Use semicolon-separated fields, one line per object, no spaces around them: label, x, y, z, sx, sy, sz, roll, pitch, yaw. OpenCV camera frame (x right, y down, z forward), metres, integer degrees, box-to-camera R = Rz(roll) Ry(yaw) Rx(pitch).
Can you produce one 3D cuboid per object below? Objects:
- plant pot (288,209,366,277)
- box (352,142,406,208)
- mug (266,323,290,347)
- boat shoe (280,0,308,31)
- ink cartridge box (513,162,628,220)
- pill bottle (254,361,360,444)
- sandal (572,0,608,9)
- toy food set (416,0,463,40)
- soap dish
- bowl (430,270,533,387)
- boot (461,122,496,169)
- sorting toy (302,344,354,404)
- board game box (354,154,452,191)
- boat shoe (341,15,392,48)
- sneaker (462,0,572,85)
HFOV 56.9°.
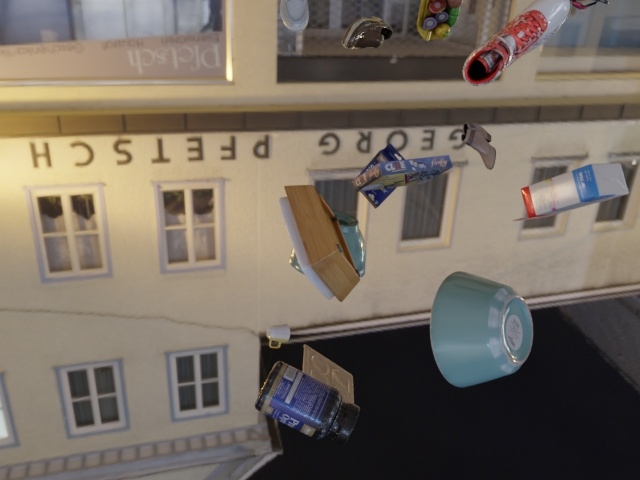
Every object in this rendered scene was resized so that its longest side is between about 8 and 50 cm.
plant pot;0.040;0.003;2.192;0.293;0.196;0.293;8;-159;-3
box;0.222;-0.232;2.135;0.136;0.225;0.037;50;-137;7
mug;-0.141;0.309;1.926;0.064;0.078;0.062;8;162;-31
boat shoe;-0.077;-0.696;1.648;0.080;0.227;0.081;-5;163;-1
ink cartridge box;0.577;-0.110;1.397;0.134;0.077;0.231;-6;171;-37
pill bottle;-0.028;0.374;1.346;0.219;0.122;0.123;26;-152;3
sandal;0.717;-0.674;1.662;0.179;0.040;0.067;5;-154;-4
toy food set;0.356;-0.669;1.696;0.128;0.217;0.071;-17;-133;-20
soap dish;0.000;0.000;1.648;0.118;0.229;0.290;-26;-127;9
bowl;0.439;0.230;1.541;0.163;0.311;0.312;-8;-168;44
boot;0.390;-0.238;1.469;0.087;0.042;0.118;15;-121;-25
sorting toy;0.020;0.418;1.735;0.193;0.038;0.208;37;-160;-18
board game box;0.244;-0.199;1.754;0.244;0.042;0.165;-9;172;-25
boat shoe;0.163;-0.667;1.914;0.095;0.095;0.257;34;-137;10
sneaker;0.439;-0.446;1.326;0.270;0.090;0.145;-33;-170;33
